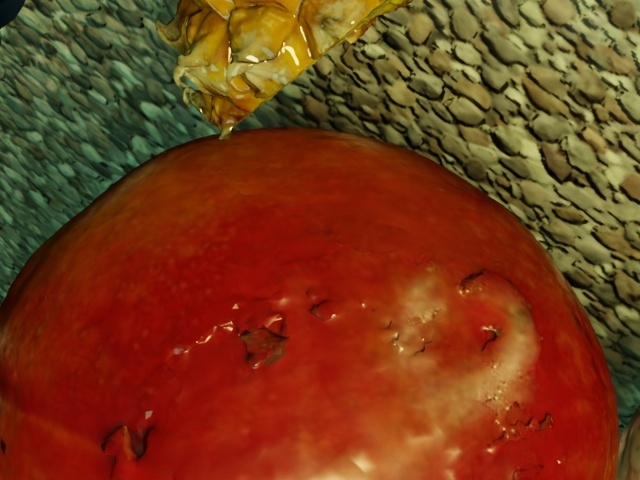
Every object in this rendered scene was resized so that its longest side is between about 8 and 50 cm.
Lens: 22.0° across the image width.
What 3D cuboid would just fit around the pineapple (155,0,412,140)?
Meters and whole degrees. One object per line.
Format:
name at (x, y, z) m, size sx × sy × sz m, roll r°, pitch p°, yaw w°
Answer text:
pineapple at (-0.044, -0.145, 0.829) m, size 0.164 × 0.140 × 0.250 m, roll 48°, pitch 156°, yaw -16°

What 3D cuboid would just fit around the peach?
peach at (-0.016, 0.108, 0.878) m, size 0.370 × 0.370 × 0.370 m, roll 30°, pitch 153°, yaw 17°

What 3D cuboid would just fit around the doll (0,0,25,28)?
doll at (-0.236, -0.236, 0.821) m, size 0.284 × 0.240 × 0.310 m, roll 51°, pitch 149°, yaw 2°

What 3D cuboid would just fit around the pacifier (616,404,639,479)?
pacifier at (0.271, 0.133, 0.832) m, size 0.226 × 0.238 × 0.287 m, roll 8°, pitch 150°, yaw -2°
